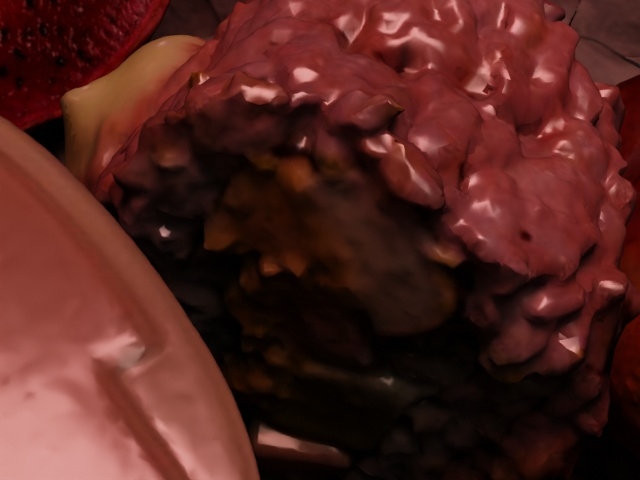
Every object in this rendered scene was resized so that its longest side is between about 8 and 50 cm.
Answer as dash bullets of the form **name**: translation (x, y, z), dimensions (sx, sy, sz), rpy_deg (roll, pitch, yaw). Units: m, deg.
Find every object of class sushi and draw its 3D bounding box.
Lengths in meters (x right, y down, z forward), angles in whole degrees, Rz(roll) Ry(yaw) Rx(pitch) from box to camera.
- **sushi**: translation (0.000, 0.000, 0.551), dimensions (0.237, 0.270, 0.170), rpy_deg (26, 49, -5)

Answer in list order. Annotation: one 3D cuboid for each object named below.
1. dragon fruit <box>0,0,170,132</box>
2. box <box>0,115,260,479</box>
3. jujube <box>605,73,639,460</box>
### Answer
- **dragon fruit**: translation (-0.171, -0.152, 0.691), dimensions (0.189, 0.163, 0.261), rpy_deg (30, 84, -14)
- **box**: translation (-0.180, 0.119, 0.437), dimensions (0.301, 0.216, 0.301), rpy_deg (7, 51, -8)
- **jujube**: translation (0.212, -0.002, 0.667), dimensions (0.197, 0.197, 0.290), rpy_deg (24, 37, 3)
